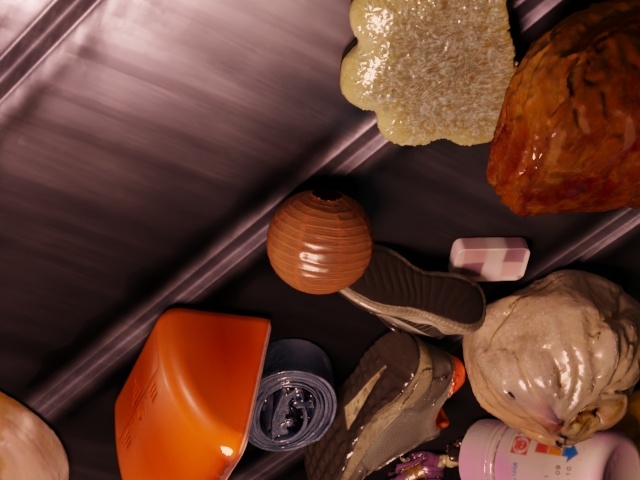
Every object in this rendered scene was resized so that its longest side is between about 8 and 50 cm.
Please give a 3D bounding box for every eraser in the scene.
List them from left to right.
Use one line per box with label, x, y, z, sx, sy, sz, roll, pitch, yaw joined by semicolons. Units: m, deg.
eraser;0.231;0.026;1.468;0.105;0.026;0.065;-2;132;-8

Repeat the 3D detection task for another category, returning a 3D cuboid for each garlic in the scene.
garlic;-0.462;0.325;1.579;0.143;0.112;0.318;-13;123;5

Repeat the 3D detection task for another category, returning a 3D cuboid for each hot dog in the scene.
hot dog;0.369;-0.142;1.241;0.387;0.174;0.267;-5;137;-19

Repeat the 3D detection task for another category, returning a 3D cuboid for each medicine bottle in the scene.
medicine bottle;0.351;0.352;1.645;0.254;0.152;0.152;-2;149;46

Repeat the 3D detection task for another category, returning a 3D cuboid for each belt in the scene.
belt;-0.051;0.236;1.574;0.141;0.082;0.190;8;130;-11

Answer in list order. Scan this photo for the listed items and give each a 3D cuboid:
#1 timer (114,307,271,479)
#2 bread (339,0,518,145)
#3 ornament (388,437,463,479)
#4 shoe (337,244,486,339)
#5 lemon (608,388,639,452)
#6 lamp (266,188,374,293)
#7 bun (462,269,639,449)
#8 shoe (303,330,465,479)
timer;-0.174;0.255;1.451;0.161;0.250;0.257;14;129;-23
bread;0.122;-0.203;1.212;0.207;0.056;0.286;-20;132;6
ornament;0.160;0.399;1.770;0.203;0.081;0.088;-31;132;18
shoe;0.109;0.083;1.453;0.227;0.099;0.112;16;151;-8
lemon;0.561;0.333;1.708;0.260;0.204;0.204;10;130;-25
lamp;0.000;0.000;1.324;0.136;0.136;0.136;-6;134;-6
bun;0.336;0.180;1.512;0.281;0.205;0.282;-4;133;-5
shoe;0.107;0.272;1.623;0.171;0.132;0.336;11;128;-33
